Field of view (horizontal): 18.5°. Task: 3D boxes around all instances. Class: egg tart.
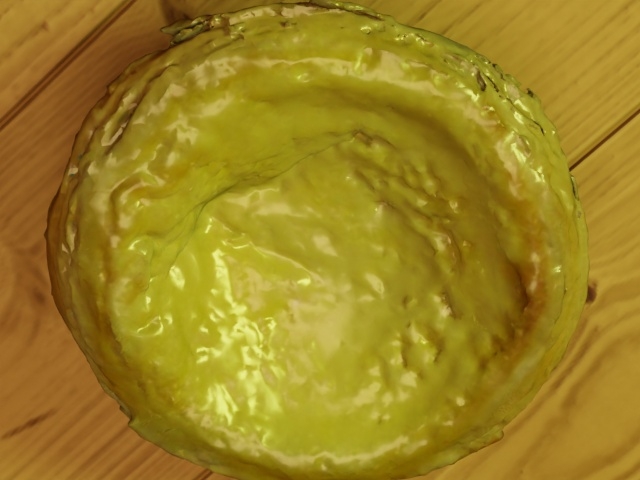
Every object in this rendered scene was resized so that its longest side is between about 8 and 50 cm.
[{"bbox_3d":[0.000,0.000,1.124,0.315,0.120,0.315,1,115,2],"label":"egg tart"}]
